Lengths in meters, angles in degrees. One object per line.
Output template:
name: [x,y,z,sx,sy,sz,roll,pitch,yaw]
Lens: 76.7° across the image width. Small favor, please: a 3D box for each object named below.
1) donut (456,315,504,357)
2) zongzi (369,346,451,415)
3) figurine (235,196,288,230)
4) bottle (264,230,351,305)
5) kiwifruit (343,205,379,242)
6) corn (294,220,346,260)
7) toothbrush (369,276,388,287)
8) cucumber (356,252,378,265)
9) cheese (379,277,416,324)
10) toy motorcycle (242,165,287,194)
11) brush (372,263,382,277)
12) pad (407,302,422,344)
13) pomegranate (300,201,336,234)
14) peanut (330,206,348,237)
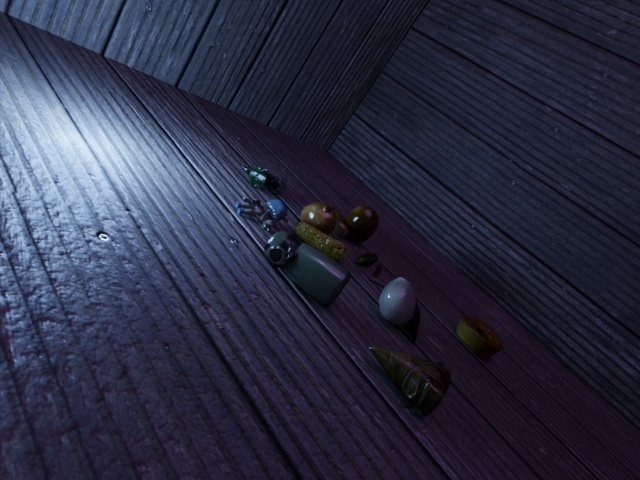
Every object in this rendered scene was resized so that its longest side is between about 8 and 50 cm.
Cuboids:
donut: [0.860,0.527,2.216,0.277,0.109,0.278,31,21,-13]
zongzi: [0.325,0.461,1.464,0.288,0.134,0.286,36,12,23]
figurine: [-0.256,-0.131,1.849,0.259,0.103,0.205,5,34,-40]
bottle: [-0.060,0.099,1.574,0.346,0.169,0.168,34,19,6]
kiwifruit: [0.242,-0.100,2.420,0.195,0.234,0.196,28,25,-14]
corn: [0.000,0.000,1.985,0.291,0.101,0.101,34,20,-11]
toothbrush: [0.370,0.250,2.148,0.294,0.026,0.028,27,6,-24]
cucumber: [0.256,0.106,2.232,0.069,0.069,0.227,45,24,22]
cheese: [0.346,0.283,1.806,0.154,0.198,0.189,8,19,35]
toy motorcycle: [-0.296,-0.336,2.226,0.274,0.125,0.187,21,16,-38]
brush: [0.324,0.168,2.256,0.034,0.028,0.190,37,20,7]
pad: [0.424,0.345,1.851,0.003,0.158,0.235,5,24,-1]
pomegranate: [-0.010,-0.109,2.091,0.191,0.191,0.191,32,20,-13]
peanut: [0.090,-0.106,2.363,0.120,0.110,0.236,27,22,-49]
